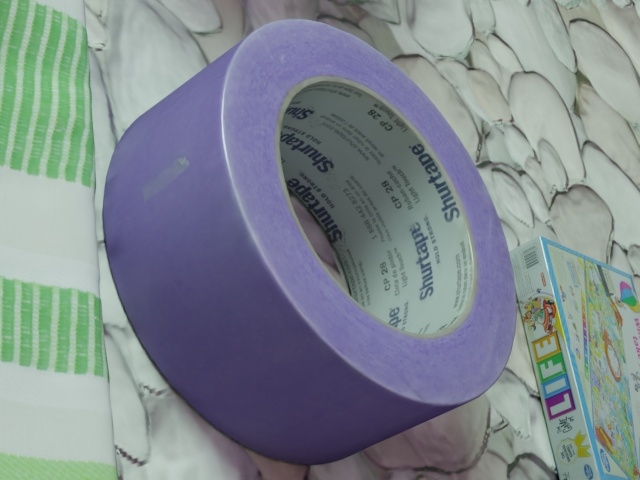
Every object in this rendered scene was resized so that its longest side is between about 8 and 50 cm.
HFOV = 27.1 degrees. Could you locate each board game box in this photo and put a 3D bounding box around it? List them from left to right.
[{"bbox_3d":[0.167,0.081,0.794,0.103,0.026,0.154,20,51,-42],"label":"board game box"}]

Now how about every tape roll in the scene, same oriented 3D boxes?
[{"bbox_3d":[0.000,0.000,0.603,0.189,0.080,0.189,31,44,-35],"label":"tape roll"}]

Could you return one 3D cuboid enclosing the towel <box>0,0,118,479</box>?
[{"bbox_3d":[-0.168,-0.015,0.445,0.248,0.038,0.324,20,51,-43],"label":"towel"}]
